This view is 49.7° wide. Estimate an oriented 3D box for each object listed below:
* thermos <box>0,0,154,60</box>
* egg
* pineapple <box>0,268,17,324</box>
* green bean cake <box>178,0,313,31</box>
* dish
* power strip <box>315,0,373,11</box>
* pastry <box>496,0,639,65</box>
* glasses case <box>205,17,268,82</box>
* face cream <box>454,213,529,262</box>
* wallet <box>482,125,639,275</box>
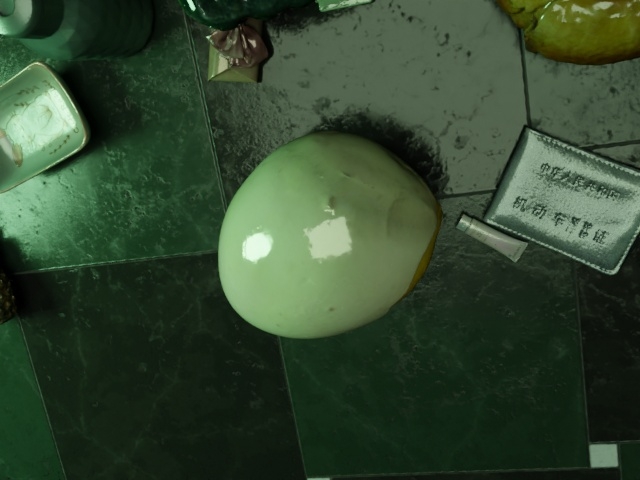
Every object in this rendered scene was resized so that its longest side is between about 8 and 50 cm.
[{"bbox_3d":[-0.343,-0.332,0.967,0.182,0.286,0.145,-34,97,17],"label":"thermos"},{"bbox_3d":[0.000,0.000,1.000,0.345,0.283,0.283,-39,95,21],"label":"egg"},{"bbox_3d":[-0.615,0.060,1.243,0.108,0.108,0.197,-14,91,15],"label":"pineapple"},{"bbox_3d":[-0.075,-0.455,0.882,0.301,0.169,0.307,-20,117,-9],"label":"green bean cake"},{"bbox_3d":[-0.482,-0.189,1.148,0.213,0.077,0.151,-25,101,17],"label":"dish"},{"bbox_3d":[0.036,-0.366,1.023,0.090,0.016,0.040,-7,107,13],"label":"power strip"},{"bbox_3d":[0.373,-0.400,0.875,0.356,0.164,0.355,5,107,16],"label":"pastry"},{"bbox_3d":[-0.118,-0.329,1.037,0.103,0.070,0.193,9,108,7],"label":"glasses case"},{"bbox_3d":[0.267,-0.006,1.081,0.115,0.020,0.038,27,115,0],"label":"face cream"},{"bbox_3d":[0.377,-0.058,1.035,0.222,0.036,0.167,23,109,4],"label":"wallet"}]
